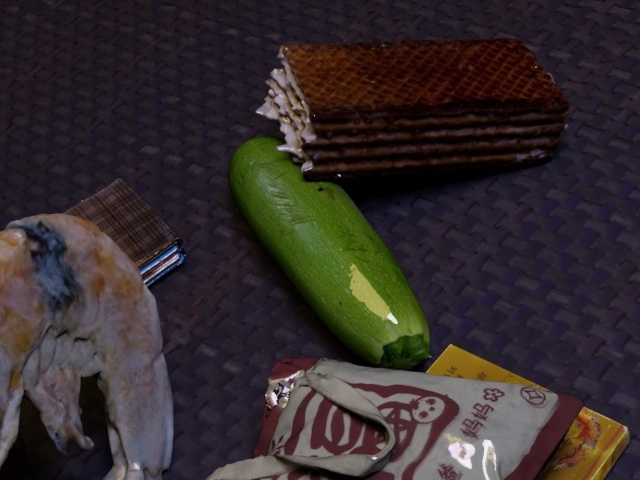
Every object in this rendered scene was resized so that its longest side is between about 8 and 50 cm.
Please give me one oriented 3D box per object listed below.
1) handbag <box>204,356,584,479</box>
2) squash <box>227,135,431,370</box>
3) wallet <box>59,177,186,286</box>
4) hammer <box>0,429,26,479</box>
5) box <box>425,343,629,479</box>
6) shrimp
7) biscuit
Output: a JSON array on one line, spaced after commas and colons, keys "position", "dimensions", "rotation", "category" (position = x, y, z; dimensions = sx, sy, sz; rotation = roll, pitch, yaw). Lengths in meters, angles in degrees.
[{"position": [0.038, 0.170, 0.913], "dimensions": [0.235, 0.127, 0.213], "rotation": [2, 45, 34], "category": "handbag"}, {"position": [-0.001, -0.002, 1.114], "dimensions": [0.082, 0.082, 0.292], "rotation": [-28, 46, -11], "category": "squash"}, {"position": [-0.237, 0.038, 1.172], "dimensions": [0.230, 0.042, 0.124], "rotation": [-33, 45, -18], "category": "wallet"}, {"position": [-0.432, 0.224, 0.965], "dimensions": [0.409, 0.242, 0.095], "rotation": [-40, 49, 1], "category": "hammer"}, {"position": [0.134, 0.138, 0.984], "dimensions": [0.156, 0.022, 0.089], "rotation": [23, 58, 32], "category": "box"}, {"position": [-0.202, 0.151, 0.936], "dimensions": [0.085, 0.247, 0.360], "rotation": [-10, 52, 40], "category": "shrimp"}, {"position": [0.077, -0.113, 1.151], "dimensions": [0.252, 0.070, 0.106], "rotation": [-5, 42, -19], "category": "biscuit"}]
